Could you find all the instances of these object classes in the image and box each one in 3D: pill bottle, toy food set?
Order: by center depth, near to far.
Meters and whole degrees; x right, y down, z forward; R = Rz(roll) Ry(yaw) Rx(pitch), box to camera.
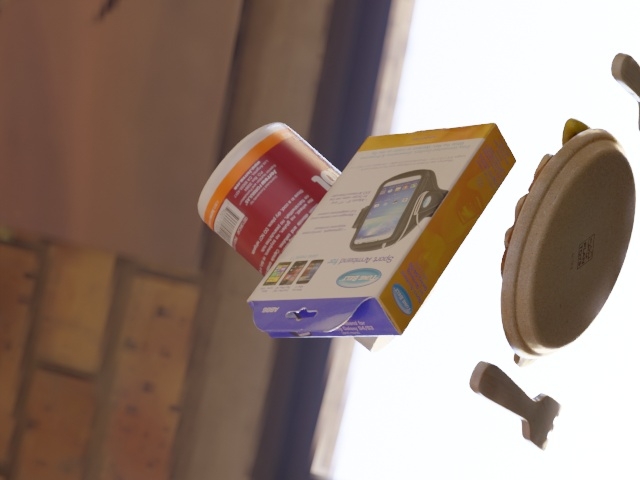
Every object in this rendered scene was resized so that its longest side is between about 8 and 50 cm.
[{"bbox_3d":[0.121,0.002,0.990,0.192,0.038,0.132,-64,-32,-8],"label":"toy food set"},{"bbox_3d":[0.000,0.000,1.262,0.086,0.152,0.086,-45,-14,-14],"label":"pill bottle"}]

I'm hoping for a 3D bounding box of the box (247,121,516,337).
[{"bbox_3d":[0.026,0.001,0.887,0.028,0.081,0.136,56,-129,-29],"label":"box"}]
